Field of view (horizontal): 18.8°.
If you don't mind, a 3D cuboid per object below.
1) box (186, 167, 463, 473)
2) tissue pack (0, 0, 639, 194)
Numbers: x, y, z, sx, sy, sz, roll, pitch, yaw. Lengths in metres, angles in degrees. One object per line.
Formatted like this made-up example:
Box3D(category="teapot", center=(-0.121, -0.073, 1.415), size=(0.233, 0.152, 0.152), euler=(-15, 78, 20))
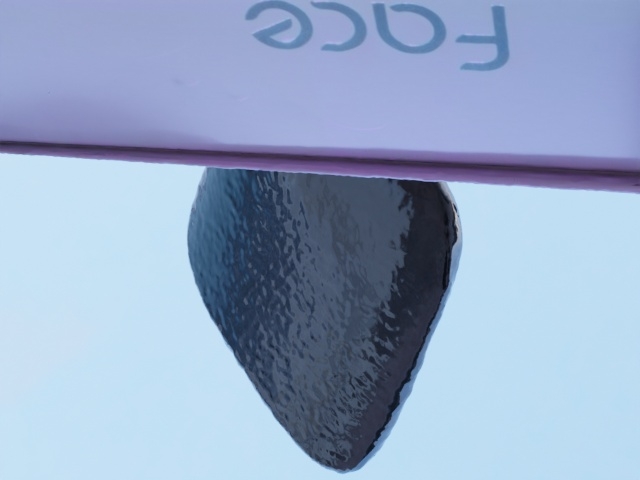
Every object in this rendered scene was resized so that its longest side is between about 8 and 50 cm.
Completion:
Box3D(category="box", center=(0.000, 0.000, 1.076), size=(0.212, 0.042, 0.201), euler=(52, -48, 35))
Box3D(category="tissue pack", center=(0.029, -0.096, 0.407), size=(0.246, 0.092, 0.148), euler=(4, -128, 15))
